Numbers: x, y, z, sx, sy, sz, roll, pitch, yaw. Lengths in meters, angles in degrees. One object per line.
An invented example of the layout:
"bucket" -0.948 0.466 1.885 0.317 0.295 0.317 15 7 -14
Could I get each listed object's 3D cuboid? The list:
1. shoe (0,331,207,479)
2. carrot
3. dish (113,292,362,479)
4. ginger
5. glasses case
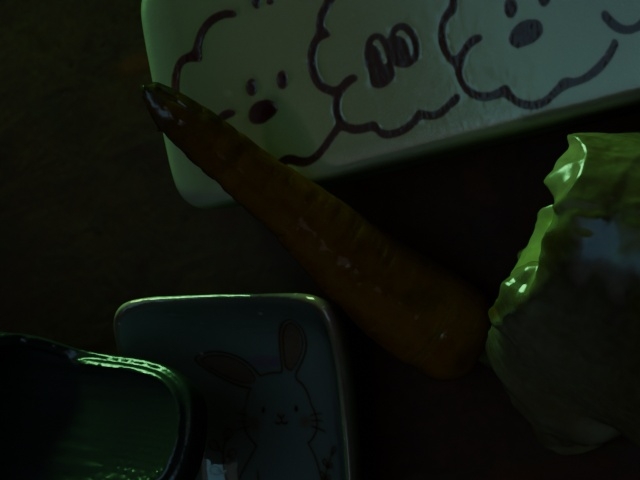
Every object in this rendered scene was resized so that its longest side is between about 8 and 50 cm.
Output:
"shoe" -0.185 0.099 0.835 0.241 0.093 0.108 0 72 24
"carrot" 0.000 0.000 0.800 0.256 0.061 0.061 35 109 -13
"dish" -0.038 0.136 0.868 0.151 0.077 0.212 -3 91 28
"ginger" 0.193 0.068 0.731 0.221 0.130 0.276 -30 81 35
"glasses case" 0.065 -0.117 0.808 0.336 0.076 0.144 -14 86 25
